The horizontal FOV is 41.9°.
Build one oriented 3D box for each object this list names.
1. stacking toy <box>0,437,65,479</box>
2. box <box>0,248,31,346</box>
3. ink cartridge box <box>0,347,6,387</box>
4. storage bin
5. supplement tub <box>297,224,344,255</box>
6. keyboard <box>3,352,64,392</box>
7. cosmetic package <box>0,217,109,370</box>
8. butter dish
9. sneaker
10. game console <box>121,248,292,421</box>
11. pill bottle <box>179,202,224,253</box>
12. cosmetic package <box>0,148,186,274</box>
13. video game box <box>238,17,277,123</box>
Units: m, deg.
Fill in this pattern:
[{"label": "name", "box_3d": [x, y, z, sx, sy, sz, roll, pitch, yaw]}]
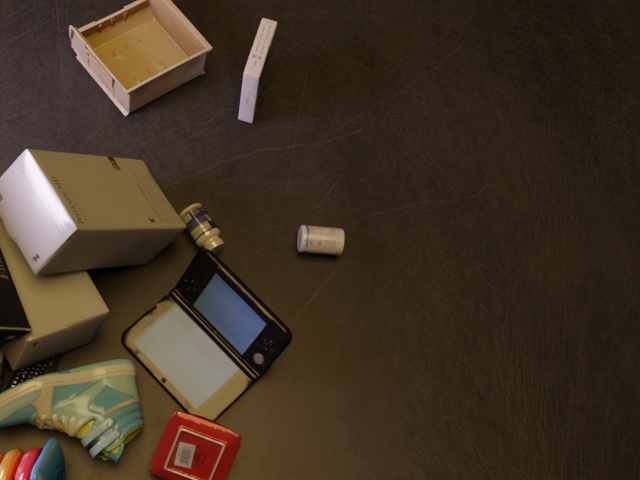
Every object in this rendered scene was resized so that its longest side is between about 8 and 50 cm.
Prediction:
[{"label": "stacking toy", "box_3d": [-0.662, 0.478, 1.623, 0.302, 0.166, 0.175, 4, 104, -4]}, {"label": "box", "box_3d": [-0.798, 0.062, 1.619, 0.293, 0.212, 0.395, -29, 76, 9]}, {"label": "ink cartridge box", "box_3d": [-0.727, 0.261, 1.776, 0.104, 0.060, 0.180, 7, 64, -11]}, {"label": "storage bin", "box_3d": [-0.468, -0.498, 2.162, 0.262, 0.123, 0.260, -36, 78, -25]}, {"label": "supplement tub", "box_3d": [0.000, 0.000, 2.072, 0.107, 0.071, 0.071, 5, 64, -12]}, {"label": "keyboard", "box_3d": [-0.630, 0.267, 1.820, 0.108, 0.023, 0.180, 22, 61, -3]}, {"label": "cosmetic package", "box_3d": [-0.640, 0.069, 1.805, 0.197, 0.155, 0.365, -18, 69, -43]}, {"label": "butter dish", "box_3d": [-0.260, 0.435, 1.786, 0.160, 0.118, 0.160, 22, 104, -5]}, {"label": "sneaker", "box_3d": [-0.513, 0.379, 1.728, 0.319, 0.127, 0.208, -13, 69, -25]}, {"label": "game console", "box_3d": [-0.255, 0.213, 1.860, 0.293, 0.250, 0.173, 44, 37, 8]}, {"label": "pill bottle", "box_3d": [-0.284, -0.025, 2.016, 0.067, 0.067, 0.120, -30, 76, -24]}, {"label": "cosmetic package", "box_3d": [-0.495, -0.062, 1.813, 0.156, 0.385, 0.217, -40, 77, 19]}, {"label": "video game box", "box_3d": [-0.163, -0.435, 2.163, 0.048, 0.205, 0.187, 13, 62, -3]}]
